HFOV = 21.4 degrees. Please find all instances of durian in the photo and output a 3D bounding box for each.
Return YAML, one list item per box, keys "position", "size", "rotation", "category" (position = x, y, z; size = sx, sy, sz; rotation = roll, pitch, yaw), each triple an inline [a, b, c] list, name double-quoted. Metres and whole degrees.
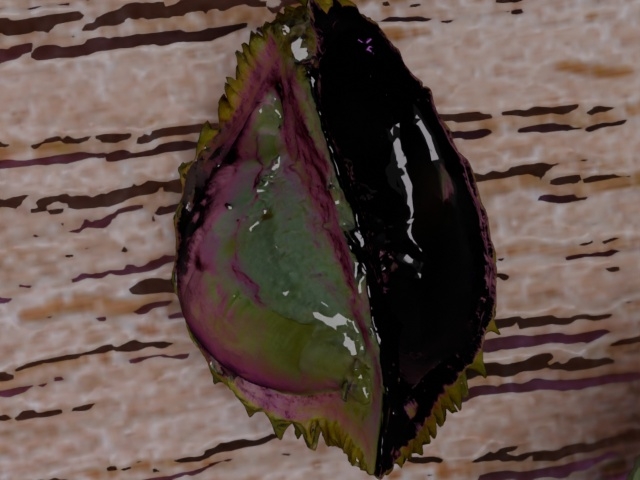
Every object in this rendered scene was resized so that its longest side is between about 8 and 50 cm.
- position: [-0.003, 0.001, 0.671]
  size: [0.108, 0.119, 0.187]
  rotation: [-18, 83, 34]
  category: "durian"

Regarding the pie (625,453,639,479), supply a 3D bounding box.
- position: [0.269, 0.183, 0.629]
  size: [0.395, 0.180, 0.418]
  rotation: [-9, 85, -32]
  category: "pie"
